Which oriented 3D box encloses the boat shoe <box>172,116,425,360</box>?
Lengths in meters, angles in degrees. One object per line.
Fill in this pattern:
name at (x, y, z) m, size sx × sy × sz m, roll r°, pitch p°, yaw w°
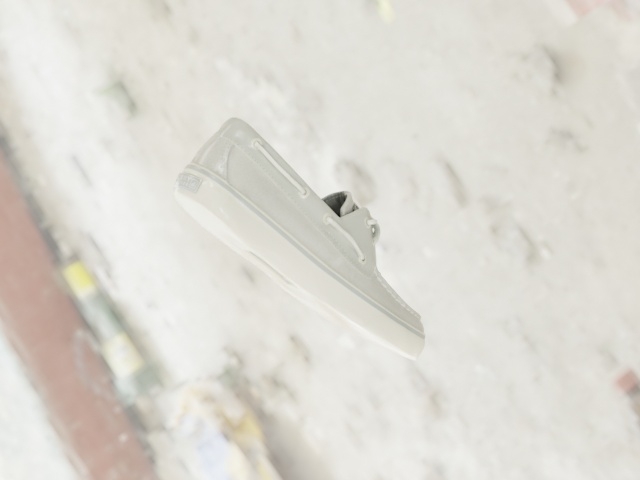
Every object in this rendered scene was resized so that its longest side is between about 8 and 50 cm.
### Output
boat shoe at (0.000, 0.000, 0.986) m, size 0.184 × 0.063 × 0.066 m, roll 37°, pitch 170°, yaw -25°
